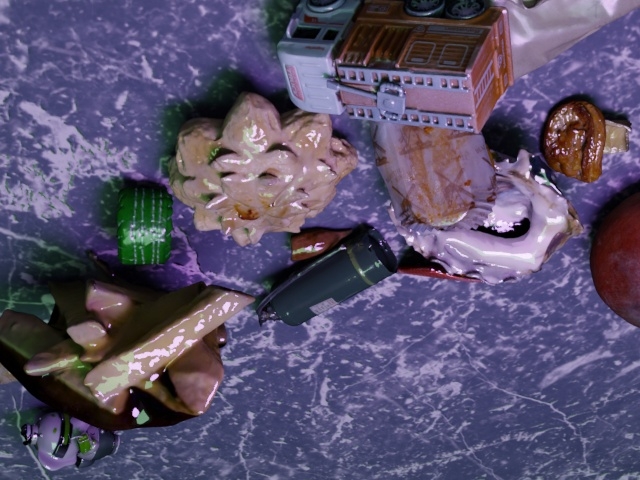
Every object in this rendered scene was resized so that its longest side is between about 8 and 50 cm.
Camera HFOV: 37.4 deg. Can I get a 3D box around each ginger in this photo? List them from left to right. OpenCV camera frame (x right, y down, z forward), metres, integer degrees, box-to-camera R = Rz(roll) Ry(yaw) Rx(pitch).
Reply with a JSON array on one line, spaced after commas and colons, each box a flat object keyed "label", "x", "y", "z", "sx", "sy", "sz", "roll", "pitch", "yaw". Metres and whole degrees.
[{"label": "ginger", "x": -0.304, "y": 0.117, "z": 1.527, "sx": 0.413, "sy": 0.358, "sz": 0.211, "roll": 16, "pitch": 118, "yaw": 15}]

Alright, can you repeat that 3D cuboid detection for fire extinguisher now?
[{"label": "fire extinguisher", "x": -0.012, "y": 0.082, "z": 1.654, "sx": 0.294, "sy": 0.093, "sz": 0.118, "roll": -30, "pitch": 154, "yaw": 21}]

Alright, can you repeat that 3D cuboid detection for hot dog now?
[{"label": "hot dog", "x": 0.159, "y": -0.136, "z": 1.380, "sx": 0.162, "sy": 0.270, "sz": 0.082, "roll": -18, "pitch": 170, "yaw": 11}, {"label": "hot dog", "x": 0.407, "y": -0.152, "z": 1.498, "sx": 0.099, "sy": 0.065, "sz": 0.147, "roll": 26, "pitch": 144, "yaw": 30}]

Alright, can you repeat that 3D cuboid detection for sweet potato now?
[{"label": "sweet potato", "x": 0.000, "y": 0.000, "z": 1.617, "sx": 0.117, "sy": 0.049, "sz": 0.049, "roll": -17, "pitch": 132, "yaw": -5}]

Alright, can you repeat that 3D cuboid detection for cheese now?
[{"label": "cheese", "x": 0.468, "y": -0.175, "z": 1.507, "sx": 0.060, "sy": 0.041, "sz": 0.084, "roll": -1, "pitch": 152, "yaw": 4}]

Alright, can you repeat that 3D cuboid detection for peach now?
[{"label": "peach", "x": 0.578, "y": 0.038, "z": 1.588, "sx": 0.252, "sy": 0.252, "sz": 0.252, "roll": -3, "pitch": 132, "yaw": -3}]

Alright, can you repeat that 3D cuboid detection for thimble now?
[{"label": "thimble", "x": -0.283, "y": -0.021, "z": 1.517, "sx": 0.090, "sy": 0.118, "sz": 0.130, "roll": 0, "pitch": 157, "yaw": -11}]

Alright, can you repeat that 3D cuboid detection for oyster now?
[{"label": "oyster", "x": 0.258, "y": -0.061, "z": 1.481, "sx": 0.351, "sy": 0.115, "sz": 0.238, "roll": 19, "pitch": 119, "yaw": -12}]

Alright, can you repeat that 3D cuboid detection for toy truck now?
[{"label": "toy truck", "x": 0.091, "y": -0.235, "z": 1.268, "sx": 0.305, "sy": 0.162, "sz": 0.136, "roll": 10, "pitch": 139, "yaw": 25}]

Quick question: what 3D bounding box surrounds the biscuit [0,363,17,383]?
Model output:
[{"label": "biscuit", "x": -0.673, "y": 0.181, "z": 1.706, "sx": 0.141, "sy": 0.038, "sz": 0.290, "roll": -23, "pitch": 129, "yaw": 15}]

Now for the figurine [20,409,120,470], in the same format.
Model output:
[{"label": "figurine", "x": -0.491, "y": 0.383, "z": 1.852, "sx": 0.192, "sy": 0.147, "sz": 0.126, "roll": 10, "pitch": 117, "yaw": -32}]

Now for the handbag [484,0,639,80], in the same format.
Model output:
[{"label": "handbag", "x": 0.278, "y": -0.375, "z": 1.262, "sx": 0.253, "sy": 0.109, "sz": 0.316, "roll": -29, "pitch": 126, "yaw": 18}]

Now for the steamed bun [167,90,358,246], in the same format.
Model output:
[{"label": "steamed bun", "x": -0.087, "y": -0.093, "z": 1.432, "sx": 0.295, "sy": 0.137, "sz": 0.292, "roll": 1, "pitch": 144, "yaw": -5}]

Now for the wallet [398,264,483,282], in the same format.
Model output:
[{"label": "wallet", "x": 0.204, "y": 0.056, "z": 1.612, "sx": 0.103, "sy": 0.196, "sz": 0.020, "roll": 8, "pitch": 88, "yaw": -11}]

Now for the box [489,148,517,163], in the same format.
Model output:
[{"label": "box", "x": 0.256, "y": -0.081, "z": 1.568, "sx": 0.100, "sy": 0.048, "sz": 0.152, "roll": 18, "pitch": 130, "yaw": -18}]
